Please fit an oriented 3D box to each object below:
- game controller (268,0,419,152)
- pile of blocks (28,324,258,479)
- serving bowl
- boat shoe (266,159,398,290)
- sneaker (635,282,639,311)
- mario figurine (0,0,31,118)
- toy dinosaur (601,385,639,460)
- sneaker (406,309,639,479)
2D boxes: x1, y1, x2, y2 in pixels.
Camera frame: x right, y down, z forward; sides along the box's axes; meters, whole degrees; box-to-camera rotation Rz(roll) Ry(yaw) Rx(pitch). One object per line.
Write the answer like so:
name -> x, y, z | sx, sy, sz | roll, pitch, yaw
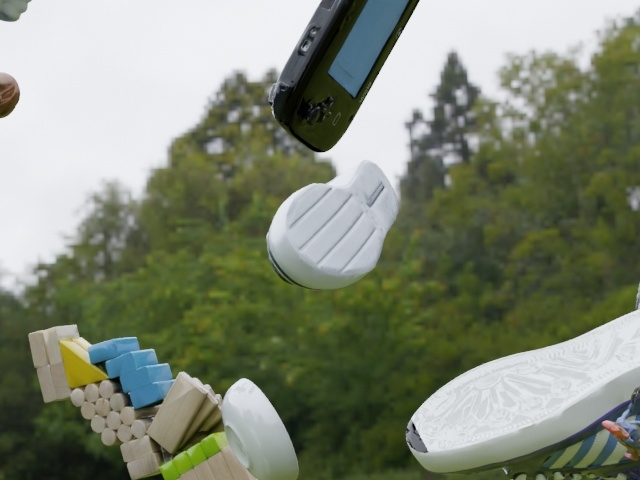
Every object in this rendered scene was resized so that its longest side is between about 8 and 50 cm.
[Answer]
game controller -> 0.054, -0.243, 1.485 | 0.067, 0.319, 0.166 | 30, 1, 29
pile of blocks -> -0.170, 0.195, 1.606 | 0.362, 0.149, 0.113 | 39, 18, 23
serving bowl -> -0.049, 0.143, 1.025 | 0.027, 0.083, 0.083 | -26, 0, -22
boat shoe -> 0.000, 0.000, 1.645 | 0.119, 0.121, 0.335 | -34, 0, 23
sneaker -> 0.427, 0.002, 1.557 | 0.129, 0.297, 0.111 | 11, 37, 12
mario figurine -> -0.347, -0.203, 1.285 | 0.170, 0.198, 0.320 | -14, -40, -4
toy dinosaur -> 0.266, 0.171, 1.218 | 0.082, 0.047, 0.090 | 5, -51, -31
sneaker -> 0.269, 0.221, 1.432 | 0.323, 0.236, 0.130 | -23, 29, -1
